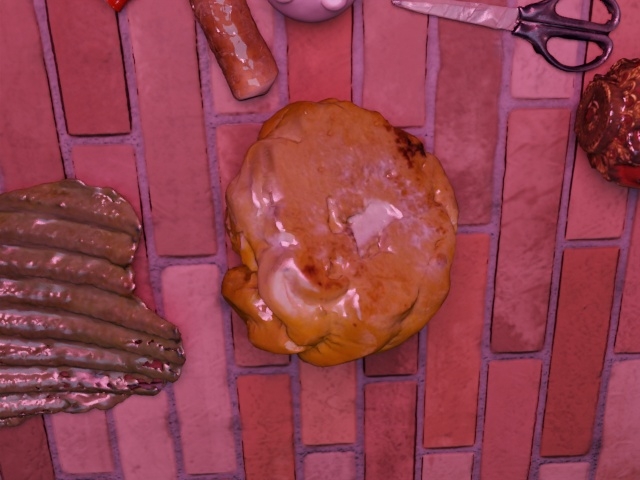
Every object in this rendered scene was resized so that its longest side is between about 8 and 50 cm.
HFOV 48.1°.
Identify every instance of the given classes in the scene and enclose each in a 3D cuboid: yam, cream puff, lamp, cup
[{"bbox_3d":[-0.136,-0.339,0.857,0.081,0.081,0.357,-20,113,6],"label":"yam"},{"bbox_3d":[0.000,-0.002,0.928,0.291,0.257,0.325,-10,76,-34],"label":"cream puff"},{"bbox_3d":[0.471,-0.140,0.917,0.273,0.177,0.177,9,112,-7],"label":"lamp"},{"bbox_3d":[-0.014,-0.340,0.824,0.134,0.142,0.174,-7,112,1],"label":"cup"}]

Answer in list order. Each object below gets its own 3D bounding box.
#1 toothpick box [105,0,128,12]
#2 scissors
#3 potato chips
[{"bbox_3d":[-0.229,-0.322,0.873,0.083,0.047,0.047,-33,110,10],"label":"toothpick box"},{"bbox_3d":[0.237,-0.286,0.924,0.299,0.022,0.109,7,109,-4],"label":"scissors"},{"bbox_3d":[-0.399,0.114,1.023,0.389,0.097,0.373,-16,111,3],"label":"potato chips"}]
